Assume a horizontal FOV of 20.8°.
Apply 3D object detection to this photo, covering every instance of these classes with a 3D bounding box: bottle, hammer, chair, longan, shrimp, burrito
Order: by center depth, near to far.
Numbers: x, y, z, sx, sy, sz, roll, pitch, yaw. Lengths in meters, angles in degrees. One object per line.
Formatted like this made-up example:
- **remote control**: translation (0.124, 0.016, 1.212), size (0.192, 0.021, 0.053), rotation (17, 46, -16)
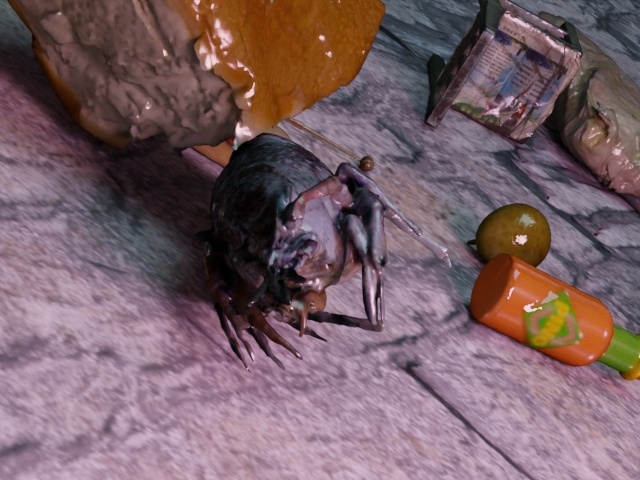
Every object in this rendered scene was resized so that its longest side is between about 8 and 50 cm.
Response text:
- **shrimp**: translation (0.000, -0.001, 1.234), size (0.372, 0.172, 0.137), rotation (-112, -178, -67)
- **bottle**: translation (0.225, 0.076, 1.543), size (0.187, 0.069, 0.069), rotation (24, 22, -21)
- **longan**: translation (0.179, -0.001, 1.660), size (0.083, 0.075, 0.075), rotation (-3, -2, 34)
- **hammer**: translation (-0.002, -0.101, 1.684), size (0.123, 0.014, 0.029), rotation (30, 12, -6)
- **chair**: translation (0.217, -0.195, 2.038), size (0.147, 0.136, 0.270), rotation (29, 19, -8)
- **burrito**: translation (0.360, -0.161, 2.227), size (0.175, 0.107, 0.348), rotation (40, 17, -29)

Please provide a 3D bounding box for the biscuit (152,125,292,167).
- **biscuit**: translation (-0.128, -0.120, 1.522), size (0.234, 0.030, 0.153), rotation (31, 19, -7)

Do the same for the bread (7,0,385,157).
- **bread**: translation (-0.115, -0.221, 1.377), size (0.250, 0.225, 0.279), rotation (-41, 115, -46)
